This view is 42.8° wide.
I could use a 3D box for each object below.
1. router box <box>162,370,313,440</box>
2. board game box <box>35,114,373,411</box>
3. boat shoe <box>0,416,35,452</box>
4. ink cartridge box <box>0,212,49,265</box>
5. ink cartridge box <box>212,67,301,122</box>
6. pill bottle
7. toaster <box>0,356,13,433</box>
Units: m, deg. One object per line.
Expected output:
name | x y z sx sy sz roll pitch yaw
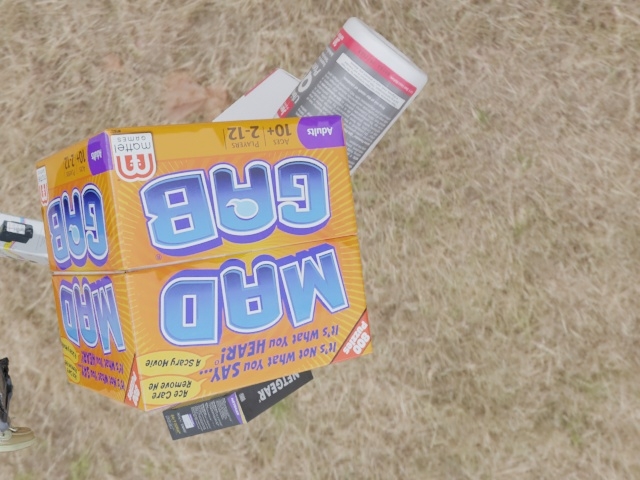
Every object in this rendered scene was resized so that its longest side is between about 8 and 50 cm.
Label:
router box | -0.199 0.383 2.029 0.243 0.309 0.081 -20 90 31
board game box | -0.186 0.021 1.236 0.357 0.356 0.356 -9 92 -32
boat shoe | -0.830 0.467 1.998 0.285 0.105 0.089 13 81 -46
ink cartridge box | -0.592 0.000 1.645 0.175 0.127 0.072 11 77 -4
ink cartridge box | -0.126 -0.175 1.732 0.131 0.226 0.306 32 146 13
pill bottle | 0.025 -0.218 1.450 0.176 0.176 0.318 36 106 -13
toaster | -0.663 0.283 1.523 0.147 0.227 0.129 -14 116 -13
